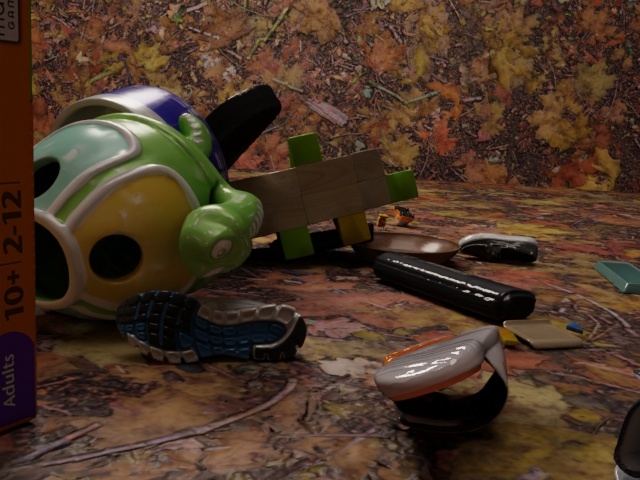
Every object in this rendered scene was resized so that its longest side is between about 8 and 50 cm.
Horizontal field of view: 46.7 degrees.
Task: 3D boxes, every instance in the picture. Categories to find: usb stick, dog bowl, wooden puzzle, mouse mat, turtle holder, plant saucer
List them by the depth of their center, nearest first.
[{"bbox_3d":[-0.221,-0.004,0.847,0.320,0.243,0.227,31,32,16],"label":"turtle holder"},{"bbox_3d":[0.260,0.112,0.876,0.116,0.014,0.078,1,15,-9],"label":"wooden puzzle"},{"bbox_3d":[0.178,0.060,1.042,0.077,0.045,0.278,-4,12,-32],"label":"usb stick"},{"bbox_3d":[-0.269,-0.090,1.090,0.265,0.264,0.104,8,26,28],"label":"dog bowl"},{"bbox_3d":[0.509,0.059,1.227,0.067,0.018,0.192,4,9,6],"label":"plant saucer"},{"bbox_3d":[0.144,0.018,1.299,0.199,0.036,0.198,3,9,0],"label":"plant saucer"},{"bbox_3d":[0.000,0.000,1.301,0.190,0.007,0.152,-11,12,6],"label":"mouse mat"}]

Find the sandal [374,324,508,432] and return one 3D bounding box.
[{"bbox_3d":[0.098,0.121,0.593,0.102,0.076,0.265,-18,-7,15],"label":"sandal"}]

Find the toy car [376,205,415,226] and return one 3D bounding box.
[{"bbox_3d":[0.158,-0.051,1.672,0.122,0.040,0.060,-2,32,-39],"label":"toy car"}]

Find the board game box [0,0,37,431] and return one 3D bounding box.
[{"bbox_3d":[-0.455,-0.033,0.498,0.356,0.356,0.356,9,12,30],"label":"board game box"}]

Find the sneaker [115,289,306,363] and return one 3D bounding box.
[{"bbox_3d":[-0.115,0.089,0.775,0.191,0.071,0.083,8,1,-14],"label":"sneaker"}]

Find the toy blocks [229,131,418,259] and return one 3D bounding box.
[{"bbox_3d":[-0.054,-0.069,1.313,0.382,0.190,0.261,-14,1,-11],"label":"toy blocks"}]

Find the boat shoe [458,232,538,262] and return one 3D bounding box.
[{"bbox_3d":[0.319,0.017,1.333,0.142,0.049,0.040,0,48,12],"label":"boat shoe"}]

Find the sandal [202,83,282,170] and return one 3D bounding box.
[{"bbox_3d":[-0.229,-0.135,1.219,0.446,0.107,0.168,-36,-4,38],"label":"sandal"}]

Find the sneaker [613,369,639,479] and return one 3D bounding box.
[{"bbox_3d":[0.304,0.130,0.541,0.153,0.099,0.282,10,15,25],"label":"sneaker"}]
